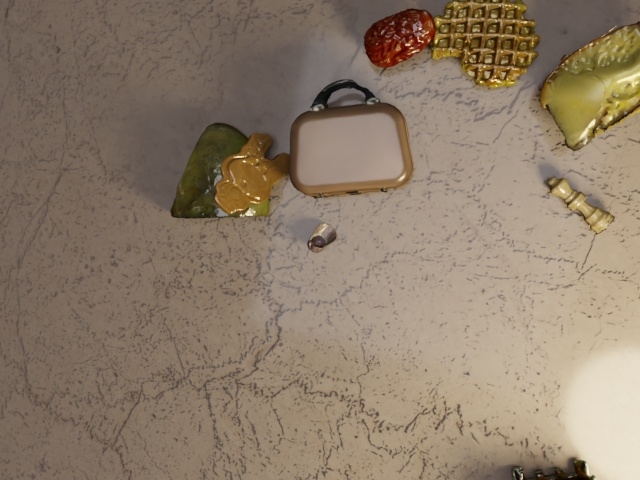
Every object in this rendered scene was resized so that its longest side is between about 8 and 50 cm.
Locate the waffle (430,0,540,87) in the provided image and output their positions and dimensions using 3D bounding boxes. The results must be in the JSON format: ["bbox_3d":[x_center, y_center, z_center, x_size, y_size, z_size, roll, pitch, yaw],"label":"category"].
[{"bbox_3d":[0.396,-0.481,1.383,0.249,0.056,0.253,-27,89,10],"label":"waffle"}]

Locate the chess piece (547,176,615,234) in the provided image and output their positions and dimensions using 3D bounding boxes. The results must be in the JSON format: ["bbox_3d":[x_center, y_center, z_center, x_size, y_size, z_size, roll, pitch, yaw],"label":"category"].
[{"bbox_3d":[0.616,-0.091,1.367,0.172,0.060,0.060,42,99,8],"label":"chess piece"}]

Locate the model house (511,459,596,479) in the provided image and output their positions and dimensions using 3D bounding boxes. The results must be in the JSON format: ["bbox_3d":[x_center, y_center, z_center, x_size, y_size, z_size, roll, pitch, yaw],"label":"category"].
[{"bbox_3d":[0.570,0.657,1.335,0.198,0.224,0.215,-9,88,8],"label":"model house"}]

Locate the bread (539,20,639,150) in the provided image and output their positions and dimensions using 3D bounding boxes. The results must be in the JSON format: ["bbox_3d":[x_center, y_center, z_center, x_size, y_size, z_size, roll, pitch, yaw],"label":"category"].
[{"bbox_3d":[0.644,-0.356,1.298,0.262,0.162,0.204,-31,89,33],"label":"bread"}]

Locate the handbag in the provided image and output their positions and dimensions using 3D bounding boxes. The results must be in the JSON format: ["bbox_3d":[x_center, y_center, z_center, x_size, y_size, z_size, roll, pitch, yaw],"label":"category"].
[{"bbox_3d":[0.071,-0.252,1.406,0.301,0.149,0.283,-5,95,12],"label":"handbag"}]

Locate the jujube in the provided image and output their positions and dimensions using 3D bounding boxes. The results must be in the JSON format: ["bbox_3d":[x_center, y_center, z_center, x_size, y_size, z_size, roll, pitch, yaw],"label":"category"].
[{"bbox_3d":[0.192,-0.493,1.383,0.176,0.109,0.112,-18,111,27],"label":"jujube"}]

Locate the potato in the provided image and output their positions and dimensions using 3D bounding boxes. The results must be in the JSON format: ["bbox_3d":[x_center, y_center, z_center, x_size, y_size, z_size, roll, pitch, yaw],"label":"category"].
[{"bbox_3d":[-0.276,-0.185,1.489,0.269,0.112,0.255,-1,92,8],"label":"potato"}]

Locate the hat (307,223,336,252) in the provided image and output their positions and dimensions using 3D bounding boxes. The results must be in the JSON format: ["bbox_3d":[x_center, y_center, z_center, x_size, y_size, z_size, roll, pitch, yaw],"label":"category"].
[{"bbox_3d":[0.001,-0.001,1.489,0.058,0.042,0.087,39,64,3],"label":"hat"}]

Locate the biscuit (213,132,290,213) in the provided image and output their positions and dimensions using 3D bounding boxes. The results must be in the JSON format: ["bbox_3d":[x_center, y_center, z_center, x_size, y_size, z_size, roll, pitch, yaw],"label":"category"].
[{"bbox_3d":[-0.176,-0.165,1.435,0.144,0.040,0.236,43,62,-11],"label":"biscuit"}]
